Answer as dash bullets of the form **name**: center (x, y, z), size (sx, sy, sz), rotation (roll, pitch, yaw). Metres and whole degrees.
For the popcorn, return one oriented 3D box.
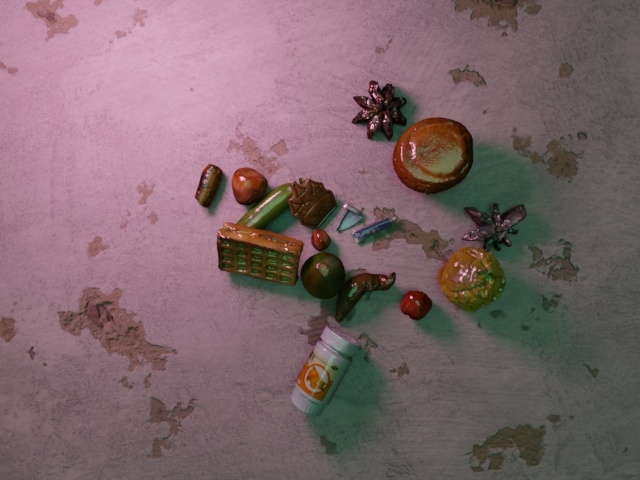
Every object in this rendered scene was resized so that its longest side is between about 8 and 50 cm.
- **popcorn**: center (0.587, 0.151, 1.594), size (0.225, 0.249, 0.249), rotation (25, 90, -28)

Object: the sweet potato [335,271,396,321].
- **sweet potato**: center (0.159, 0.199, 1.650), size (0.310, 0.098, 0.124), rotation (-36, 96, 4)

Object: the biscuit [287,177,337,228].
- **biscuit**: center (-0.042, -0.154, 1.637), size (0.182, 0.034, 0.215), rotation (-49, 120, -1)

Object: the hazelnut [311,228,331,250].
- **hazelnut**: center (0.000, 0.000, 1.668), size (0.086, 0.086, 0.086), rotation (0, 89, 1)

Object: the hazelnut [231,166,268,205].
- **hazelnut**: center (-0.286, -0.214, 1.645), size (0.150, 0.150, 0.150), rotation (0, 89, 1)

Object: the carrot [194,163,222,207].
- **carrot**: center (-0.457, -0.224, 1.674), size (0.082, 0.082, 0.173), rotation (24, 89, 1)

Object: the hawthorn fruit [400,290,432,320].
- **hawthorn fruit**: center (0.376, 0.254, 1.634), size (0.128, 0.128, 0.128), rotation (0, 89, 1)

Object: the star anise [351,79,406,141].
- **star anise**: center (0.239, -0.527, 1.657), size (0.223, 0.109, 0.236), rotation (-45, 91, 4)

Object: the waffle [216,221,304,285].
- **waffle**: center (-0.234, 0.056, 1.599), size (0.328, 0.224, 0.098), rotation (12, 48, 1)

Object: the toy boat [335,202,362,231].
- **toy boat**: center (0.110, -0.082, 1.691), size (0.096, 0.034, 0.122), rotation (28, 98, 1)

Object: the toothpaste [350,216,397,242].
- **toothpaste**: center (0.222, -0.051, 1.682), size (0.197, 0.035, 0.057), rotation (-24, 83, 4)

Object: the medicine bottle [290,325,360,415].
- **medicine bottle**: center (0.014, 0.509, 1.615), size (0.158, 0.158, 0.318), rotation (28, 89, 1)

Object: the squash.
- **squash**: center (-0.212, -0.124, 1.659), size (0.379, 0.101, 0.101), rotation (-39, 89, 3)

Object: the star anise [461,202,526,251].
- **star anise**: center (0.685, -0.052, 1.638), size (0.258, 0.110, 0.198), rotation (2, 89, -5)

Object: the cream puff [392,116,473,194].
- **cream puff**: center (0.430, -0.322, 1.598), size (0.303, 0.212, 0.303), rotation (0, 89, 10)

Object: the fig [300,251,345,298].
- **fig**: center (0.011, 0.134, 1.609), size (0.181, 0.191, 0.181), rotation (-2, 70, 4)
